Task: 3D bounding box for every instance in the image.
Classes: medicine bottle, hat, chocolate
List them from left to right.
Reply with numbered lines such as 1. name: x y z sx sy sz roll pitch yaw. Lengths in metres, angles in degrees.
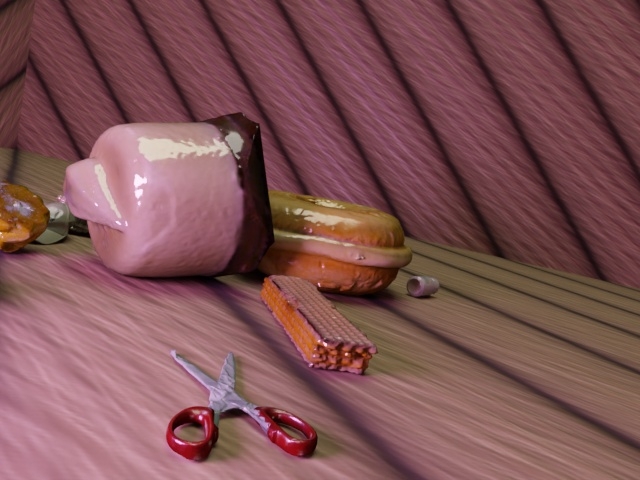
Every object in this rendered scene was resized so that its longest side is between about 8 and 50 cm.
1. hat: -0.604 -0.040 1.186 0.122 0.081 0.166 11 17 14
2. chocolate: -0.295 -0.073 1.025 0.326 0.314 0.297 -8 -1 38
3. medicine bottle: 0.263 0.116 1.398 0.052 0.052 0.089 18 10 40

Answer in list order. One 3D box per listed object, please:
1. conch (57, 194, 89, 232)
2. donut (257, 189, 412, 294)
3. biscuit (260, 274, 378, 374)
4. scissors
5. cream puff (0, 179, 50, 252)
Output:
1. conch: -0.555 -0.052 1.345 0.207 0.130 0.155 32 38 -12
2. donut: 0.000 0.000 1.315 0.448 0.198 0.449 10 7 -1
3. biscuit: -0.018 0.124 0.899 0.094 0.054 0.378 10 7 -20
4. scissors: -0.107 0.166 0.600 0.144 0.017 0.247 9 7 -24
5. cream puff: -0.591 -0.034 1.014 0.146 0.116 0.146 41 22 -20
